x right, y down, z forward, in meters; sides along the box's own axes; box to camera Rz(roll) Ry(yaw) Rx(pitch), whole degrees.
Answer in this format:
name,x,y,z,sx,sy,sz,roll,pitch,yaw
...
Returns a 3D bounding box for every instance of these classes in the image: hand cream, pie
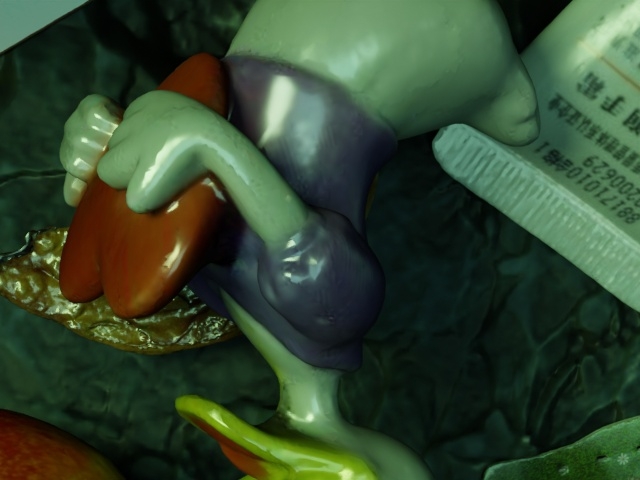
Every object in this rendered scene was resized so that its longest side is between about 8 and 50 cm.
name,x,y,z,sx,sy,sz,roll,pitch,yaw
hand cream,0.198,-0.114,0.731,0.140,0.089,0.314,38,100,-12
pie,-0.048,0.000,0.753,0.191,0.033,0.088,-29,99,-2

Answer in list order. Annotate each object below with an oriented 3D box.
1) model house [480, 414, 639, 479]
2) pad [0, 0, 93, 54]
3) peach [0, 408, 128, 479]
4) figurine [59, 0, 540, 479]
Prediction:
name,x,y,z,sx,sy,sz,roll,pitch,yaw
model house,0.149,0.178,0.788,0.117,0.088,0.167,-13,104,-3
pad,-0.183,-0.157,0.719,0.267,0.004,0.181,-31,105,1
peach,-0.153,0.169,0.703,0.192,0.190,0.190,-30,104,-13
figurine,-0.004,-0.005,0.666,0.193,0.154,0.421,5,86,-24
